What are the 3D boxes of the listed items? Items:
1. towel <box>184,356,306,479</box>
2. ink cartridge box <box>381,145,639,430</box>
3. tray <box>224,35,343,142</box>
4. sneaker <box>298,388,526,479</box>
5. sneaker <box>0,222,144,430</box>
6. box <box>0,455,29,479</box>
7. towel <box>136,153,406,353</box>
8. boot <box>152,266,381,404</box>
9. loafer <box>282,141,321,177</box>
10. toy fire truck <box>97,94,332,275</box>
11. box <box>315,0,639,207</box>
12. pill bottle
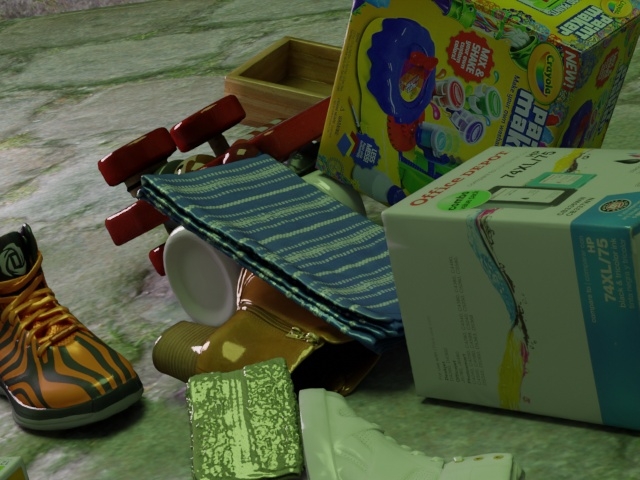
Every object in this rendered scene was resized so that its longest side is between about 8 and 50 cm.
[{"bbox_3d":[-0.070,0.171,1.518,0.110,0.027,0.148,-13,42,2],"label":"towel"},{"bbox_3d":[0.232,0.035,1.525,0.270,0.197,0.198,4,24,41],"label":"ink cartridge box"},{"bbox_3d":[0.096,-0.182,2.261,0.411,0.076,0.203,13,28,19],"label":"tray"},{"bbox_3d":[0.077,0.202,1.312,0.169,0.108,0.292,-12,28,-5],"label":"sneaker"},{"bbox_3d":[-0.310,0.086,1.750,0.125,0.180,0.321,-25,22,-32],"label":"sneaker"},{"bbox_3d":[-0.329,0.271,1.353,0.114,0.103,0.203,-4,21,26],"label":"box"},{"bbox_3d":[0.000,0.000,1.736,0.336,0.040,0.243,32,26,25],"label":"towel"},{"bbox_3d":[-0.011,0.085,1.717,0.211,0.104,0.295,11,34,39],"label":"boot"},{"bbox_3d":[-0.025,-0.102,2.268,0.223,0.078,0.076,-25,22,-33],"label":"loafer"},{"bbox_3d":[-0.114,-0.092,2.035,0.302,0.169,0.254,-30,3,-40],"label":"toy fire truck"},{"bbox_3d":[0.178,-0.171,1.871,0.279,0.290,0.177,29,37,22],"label":"box"},{"bbox_3d":[-0.058,0.003,1.905,0.131,0.131,0.229,7,27,44],"label":"pill bottle"}]
